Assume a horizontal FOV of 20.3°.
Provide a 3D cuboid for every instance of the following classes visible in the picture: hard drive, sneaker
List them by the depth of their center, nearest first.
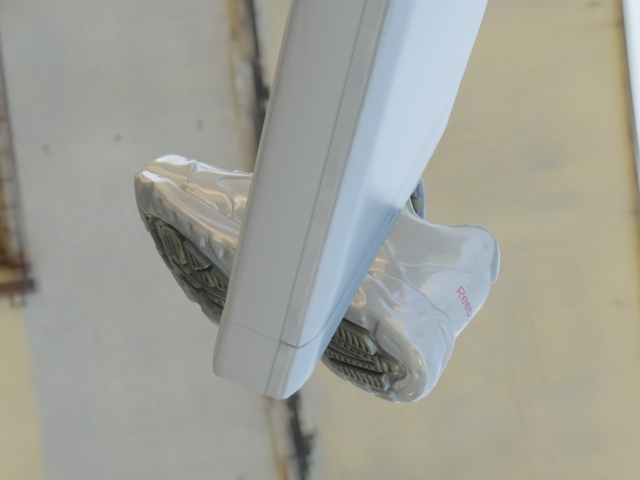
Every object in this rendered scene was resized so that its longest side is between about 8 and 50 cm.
[{"bbox_3d":[0.044,-0.133,0.710,0.233,0.047,0.353,-59,168,-47],"label":"hard drive"},{"bbox_3d":[0.000,0.000,0.954,0.232,0.115,0.090,27,-33,35],"label":"sneaker"}]
